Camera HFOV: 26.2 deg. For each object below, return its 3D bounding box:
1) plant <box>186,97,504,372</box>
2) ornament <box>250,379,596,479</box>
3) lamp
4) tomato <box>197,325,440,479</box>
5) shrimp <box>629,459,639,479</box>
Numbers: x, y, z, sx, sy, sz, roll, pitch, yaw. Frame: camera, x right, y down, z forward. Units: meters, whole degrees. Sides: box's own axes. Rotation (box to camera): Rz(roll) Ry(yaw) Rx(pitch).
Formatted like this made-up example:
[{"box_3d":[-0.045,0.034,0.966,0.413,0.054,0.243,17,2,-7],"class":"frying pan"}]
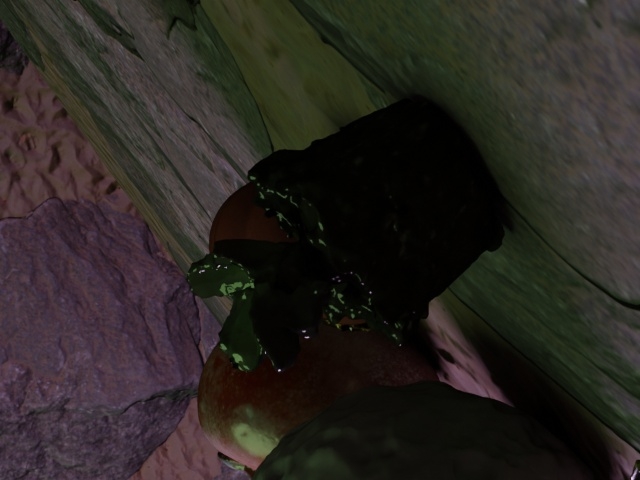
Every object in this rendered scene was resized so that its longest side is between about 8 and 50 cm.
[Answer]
[{"box_3d":[0.014,0.003,0.908,0.131,0.203,0.142,66,170,-26],"class":"plant"},{"box_3d":[0.074,0.283,1.168,0.337,0.337,0.337,51,170,13],"class":"ornament"},{"box_3d":[0.000,0.000,1.115,0.182,0.140,0.182,9,179,0],"class":"lamp"},{"box_3d":[0.007,0.172,1.439,0.270,0.227,0.270,33,168,8],"class":"tomato"},{"box_3d":[0.276,0.219,0.895,0.173,0.058,0.253,64,169,-14],"class":"shrimp"}]
